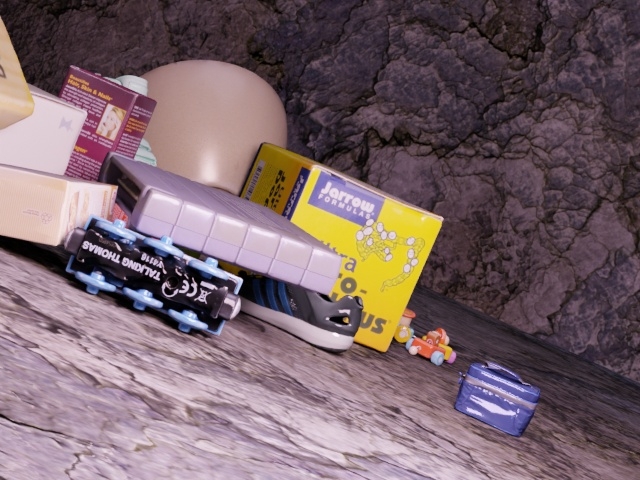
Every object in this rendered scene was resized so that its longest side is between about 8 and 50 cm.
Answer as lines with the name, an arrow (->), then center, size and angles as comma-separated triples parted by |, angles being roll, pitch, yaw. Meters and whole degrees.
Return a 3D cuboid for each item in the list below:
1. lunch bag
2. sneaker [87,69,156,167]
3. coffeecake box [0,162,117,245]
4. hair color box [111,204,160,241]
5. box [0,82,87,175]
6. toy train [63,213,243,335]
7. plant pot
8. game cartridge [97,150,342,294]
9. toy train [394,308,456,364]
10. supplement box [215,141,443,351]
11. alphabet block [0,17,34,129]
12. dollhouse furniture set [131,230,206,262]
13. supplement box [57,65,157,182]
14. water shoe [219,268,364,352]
lunch bag -> 0.204, 0.178, 1.868 | 0.098, 0.065, 0.067 | 24, 3, 8
sneaker -> -0.271, -0.153, 2.263 | 0.256, 0.151, 0.094 | 30, 6, 40
coffeecake box -> -0.305, -0.040, 1.662 | 0.142, 0.068, 0.185 | 11, 2, 8
hair color box -> -0.293, -0.053, 2.285 | 0.167, 0.053, 0.093 | 22, 3, -31
box -> -0.418, -0.135, 1.933 | 0.232, 0.148, 0.127 | 25, 4, 40
toy train -> -0.166, 0.033, 1.597 | 0.184, 0.080, 0.105 | 23, -3, -4
plant pot -> -0.183, -0.109, 2.469 | 0.284, 0.284, 0.191 | 21, 39, -28
game cartridge -> -0.121, -0.020, 1.816 | 0.230, 0.068, 0.355 | 24, 3, -17
toy train -> 0.132, 0.131, 2.300 | 0.166, 0.046, 0.125 | 26, 4, 40
supplement box -> 0.000, 0.000, 2.218 | 0.194, 0.195, 0.356 | 22, 3, -15
alphabet block -> -0.456, -0.196, 1.736 | 0.197, 0.192, 0.193 | 13, 56, -75
dollhouse furniture set -> -0.177, 0.033, 1.971 | 0.076, 0.058, 0.152 | 16, -23, 49
supplement box -> -0.302, -0.118, 2.084 | 0.104, 0.188, 0.081 | 24, 3, 14
water shoe -> -0.040, 0.063, 1.918 | 0.203, 0.080, 0.073 | 24, 3, 19
